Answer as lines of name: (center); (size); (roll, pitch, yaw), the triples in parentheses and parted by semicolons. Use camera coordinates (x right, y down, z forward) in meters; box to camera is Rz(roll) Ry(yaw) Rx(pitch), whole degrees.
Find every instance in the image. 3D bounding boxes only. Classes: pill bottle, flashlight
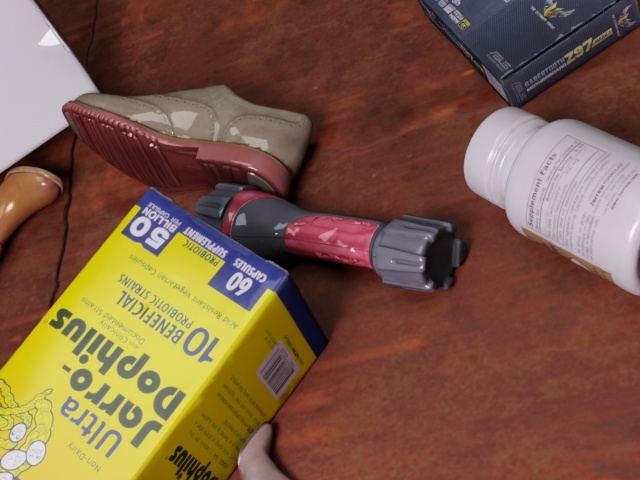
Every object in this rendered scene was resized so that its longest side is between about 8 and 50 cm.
pill bottle: (0.260, -0.049, 1.183); (0.131, 0.131, 0.229); (-48, 48, -10)
flashlight: (0.000, 0.000, 1.311); (0.304, 0.103, 0.103); (10, 62, 35)

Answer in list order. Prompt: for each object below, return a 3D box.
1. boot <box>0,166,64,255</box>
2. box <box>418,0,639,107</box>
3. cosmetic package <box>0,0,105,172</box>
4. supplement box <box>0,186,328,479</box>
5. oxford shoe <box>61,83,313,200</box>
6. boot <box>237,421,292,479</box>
boot: (-0.431, -0.010, 1.575); (0.197, 0.073, 0.152); (-20, 42, 35)
box: (0.242, -0.284, 1.412); (0.183, 0.059, 0.232); (-33, 48, 2)
cosmetic package: (-0.508, -0.173, 1.608); (0.385, 0.217, 0.156); (-34, 14, -4)
supplement box: (-0.186, 0.162, 1.210); (0.194, 0.195, 0.356); (30, 75, 25)
oxford shoe: (-0.168, -0.138, 1.498); (0.348, 0.123, 0.130); (18, 62, 23)
boot: (-0.049, 0.249, 1.206); (0.087, 0.042, 0.118); (16, 60, 26)
